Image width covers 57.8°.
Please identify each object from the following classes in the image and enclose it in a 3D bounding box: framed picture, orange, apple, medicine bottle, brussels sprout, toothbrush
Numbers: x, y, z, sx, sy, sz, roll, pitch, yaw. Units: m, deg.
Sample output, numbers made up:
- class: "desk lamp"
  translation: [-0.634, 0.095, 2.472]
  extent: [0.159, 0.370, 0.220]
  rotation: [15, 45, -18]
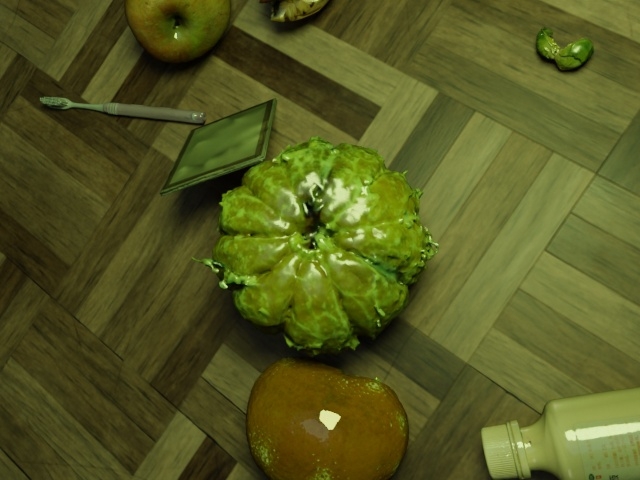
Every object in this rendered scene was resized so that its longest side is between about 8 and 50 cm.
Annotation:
- class: "framed picture"
  translation: [-0.155, -0.156, 0.927]
  extent: [0.173, 0.010, 0.231]
  rotation: [-17, 32, 14]
- class: "orange"
  translation: [0.000, 0.000, 0.823]
  extent: [0.300, 0.223, 0.301]
  rotation: [27, 88, 1]
- class: "apple"
  translation: [-0.243, -0.405, 1.000]
  extent: [0.183, 0.182, 0.155]
  rotation: [-25, 45, 11]
- class: "medicine bottle"
  translation: [0.335, 0.254, 0.733]
  extent: [0.253, 0.114, 0.114]
  rotation: [-12, 77, 14]
- class: "brussels sprout"
  translation: [0.360, -0.284, 0.865]
  extent: [0.083, 0.046, 0.050]
  rotation: [28, 93, 29]
- class: "orange"
  translation: [-0.003, 0.268, 0.807]
  extent: [0.238, 0.158, 0.179]
  rotation: [17, 102, 17]
- class: "toothbrush"
  translation: [-0.373, -0.244, 1.078]
  extent: [0.354, 0.029, 0.024]
  rotation: [10, 96, 17]

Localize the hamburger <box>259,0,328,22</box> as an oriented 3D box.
- class: "hamburger"
  translation: [-0.023, -0.498, 0.965]
  extent: [0.157, 0.144, 0.282]
  rotation: [2, 82, 7]
